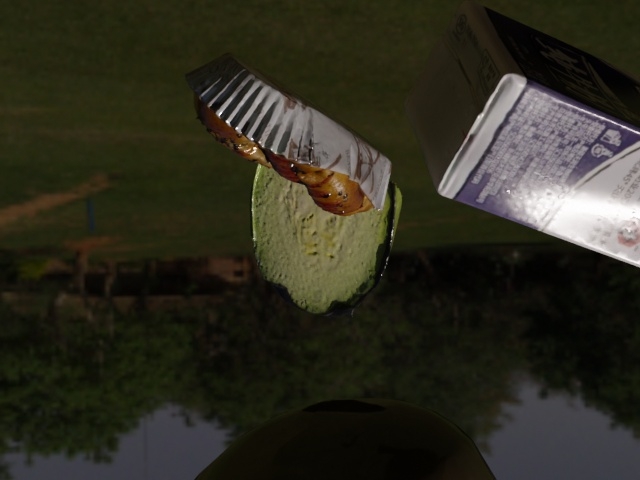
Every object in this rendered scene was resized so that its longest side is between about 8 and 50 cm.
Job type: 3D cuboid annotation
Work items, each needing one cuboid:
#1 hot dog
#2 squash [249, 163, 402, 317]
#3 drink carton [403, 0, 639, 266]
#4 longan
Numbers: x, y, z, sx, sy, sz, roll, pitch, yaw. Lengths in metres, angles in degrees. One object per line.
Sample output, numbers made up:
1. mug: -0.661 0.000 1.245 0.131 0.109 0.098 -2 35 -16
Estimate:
1. hot dog: -0.012 -0.057 0.682 0.099 0.053 0.192 41 -173 21
2. squash: 0.012 -0.008 1.348 0.192 0.184 0.085 17 -159 26
3. drink carton: 0.187 -0.069 0.822 0.222 0.102 0.134 20 -154 -19
4. longan: 0.024 0.324 0.995 0.336 0.405 0.404 28 -165 28
